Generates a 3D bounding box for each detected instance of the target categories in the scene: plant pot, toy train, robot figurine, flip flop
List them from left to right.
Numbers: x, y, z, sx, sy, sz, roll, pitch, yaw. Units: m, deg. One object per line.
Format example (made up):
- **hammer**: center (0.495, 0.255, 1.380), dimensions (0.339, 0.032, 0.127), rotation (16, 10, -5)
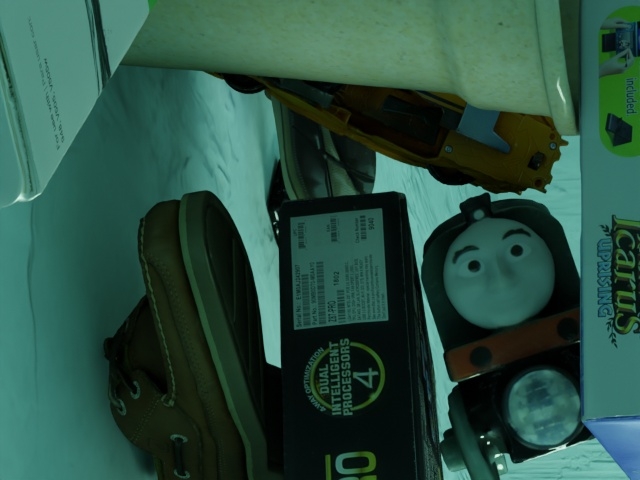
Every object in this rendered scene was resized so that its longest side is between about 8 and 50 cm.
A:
- **plant pot**: center (-0.010, -0.221, 1.068), dimensions (0.334, 0.306, 0.333), rotation (-1, 90, -78)
- **flip flop**: center (-0.005, -0.141, 1.617), dimensions (0.080, 0.112, 0.277), rotation (-31, -123, 57)
- **robot figurine**: center (0.024, -0.113, 1.282), dimensions (0.211, 0.291, 0.085), rotation (-157, -88, -88)
- **toy train**: center (0.134, 0.064, 1.275), dimensions (0.334, 0.142, 0.190), rotation (12, 59, -83)

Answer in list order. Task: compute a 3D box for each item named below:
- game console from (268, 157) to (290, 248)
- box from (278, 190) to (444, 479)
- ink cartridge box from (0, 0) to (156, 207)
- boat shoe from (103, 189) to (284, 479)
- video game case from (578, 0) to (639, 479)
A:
- **game console**: center (0.000, 0.000, 1.654), dimensions (0.107, 0.071, 0.122), rotation (-80, 164, -44)
- **box**: center (0.040, 0.211, 1.249), dimensions (0.318, 0.097, 0.394), rotation (70, 15, -62)
- **ink cartridge box**: center (-0.156, -0.094, 0.715), dimensions (0.208, 0.153, 0.086), rotation (-74, 158, -59)
- **boat shoe**: center (-0.083, 0.088, 1.143), dimensions (0.307, 0.104, 0.110), rotation (77, 10, -50)
- **video game case**: center (0.207, 0.021, 1.091), dimensions (0.269, 0.061, 0.244), rotation (45, 44, -62)
